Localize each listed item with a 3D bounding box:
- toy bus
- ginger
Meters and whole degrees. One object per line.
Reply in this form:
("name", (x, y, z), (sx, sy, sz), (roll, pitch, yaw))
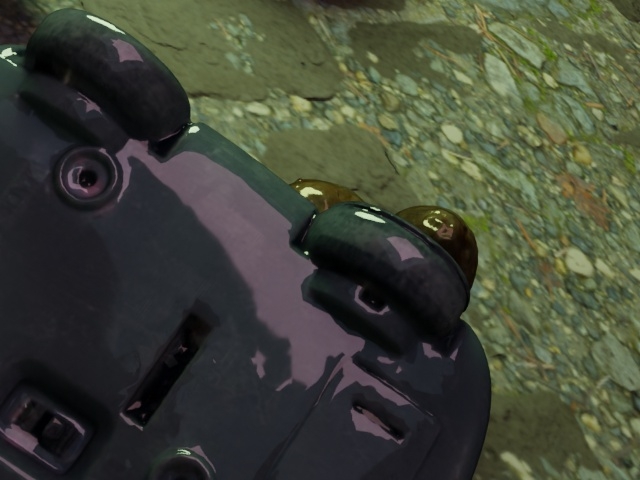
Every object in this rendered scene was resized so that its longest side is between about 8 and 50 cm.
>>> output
("toy bus", (-0.085, 0.061, 0.541), (0.294, 0.232, 0.197), (33, 73, -1))
("ginger", (0.000, 0.000, 0.769), (0.204, 0.104, 0.080), (12, 58, -10))
